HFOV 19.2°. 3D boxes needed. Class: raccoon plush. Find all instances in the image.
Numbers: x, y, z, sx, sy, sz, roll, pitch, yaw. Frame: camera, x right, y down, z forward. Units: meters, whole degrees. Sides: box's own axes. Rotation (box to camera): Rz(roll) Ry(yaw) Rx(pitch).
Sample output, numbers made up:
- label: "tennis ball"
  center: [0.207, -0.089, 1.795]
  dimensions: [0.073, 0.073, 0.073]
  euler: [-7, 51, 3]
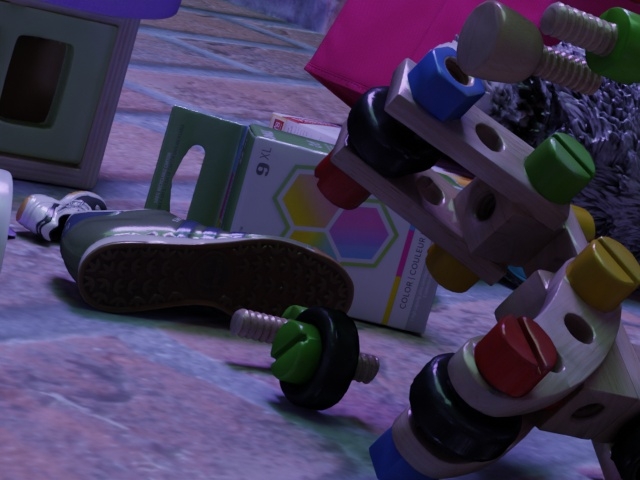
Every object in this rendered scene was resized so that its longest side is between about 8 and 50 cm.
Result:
- label: "raccoon plush"
  center: [0.283, -0.031, 1.657]
  dimensions: [0.299, 0.216, 0.446]
  euler: [28, 20, 28]

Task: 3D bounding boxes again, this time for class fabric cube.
- label: "fabric cube"
  center: [0.193, -0.197, 1.968]
  dimensions: [0.259, 0.258, 0.254]
  euler: [27, -6, 42]

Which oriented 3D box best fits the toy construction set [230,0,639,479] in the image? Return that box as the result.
- label: "toy construction set"
  center: [0.144, 0.001, 1.038]
  dimensions: [0.237, 0.309, 0.257]
  euler: [16, 18, -28]

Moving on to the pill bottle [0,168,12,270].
- label: "pill bottle"
  center: [-0.266, -0.015, 0.905]
  dimensions: [0.221, 0.124, 0.124]
  euler: [12, 12, -17]

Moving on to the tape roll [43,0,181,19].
- label: "tape roll"
  center: [-0.227, -0.260, 1.458]
  dimensions: [0.275, 0.090, 0.275]
  euler: [17, 16, -5]

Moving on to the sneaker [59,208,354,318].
- label: "sneaker"
  center: [-0.078, 0.011, 1.208]
  dimensions: [0.192, 0.064, 0.086]
  euler: [6, 19, -30]

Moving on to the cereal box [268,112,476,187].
- label: "cereal box"
  center: [0.081, -0.067, 1.886]
  dimensions: [0.173, 0.047, 0.240]
  euler: [7, 14, -46]

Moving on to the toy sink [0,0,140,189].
- label: "toy sink"
  center: [-0.279, -0.140, 1.452]
  dimensions: [0.234, 0.153, 0.131]
  euler: [10, 13, -34]

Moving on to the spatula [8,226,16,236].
- label: "spatula"
  center: [-0.337, -0.065, 1.299]
  dimensions: [0.296, 0.030, 0.084]
  euler: [20, -1, 26]

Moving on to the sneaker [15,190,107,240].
- label: "sneaker"
  center: [-0.172, -0.012, 1.302]
  dimensions: [0.037, 0.032, 0.083]
  euler: [37, 24, 25]

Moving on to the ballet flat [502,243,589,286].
- label: "ballet flat"
  center: [0.172, 0.008, 1.621]
  dimensions: [0.188, 0.070, 0.070]
  euler: [30, 17, 38]

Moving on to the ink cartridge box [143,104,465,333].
- label: "ink cartridge box"
  center: [-0.015, -0.015, 1.319]
  dimensions: [0.209, 0.109, 0.062]
  euler: [15, 10, -10]
